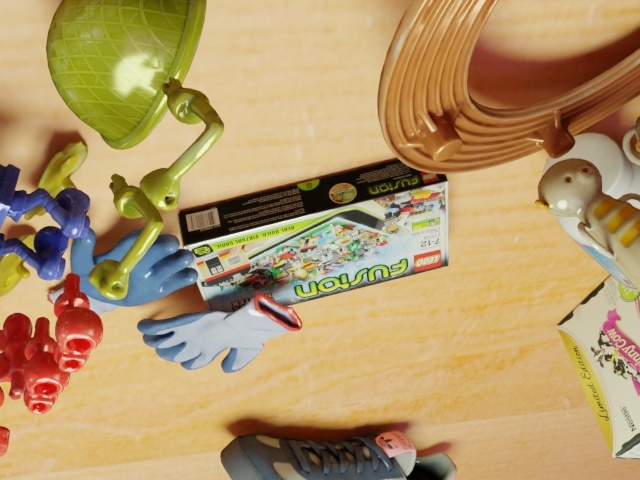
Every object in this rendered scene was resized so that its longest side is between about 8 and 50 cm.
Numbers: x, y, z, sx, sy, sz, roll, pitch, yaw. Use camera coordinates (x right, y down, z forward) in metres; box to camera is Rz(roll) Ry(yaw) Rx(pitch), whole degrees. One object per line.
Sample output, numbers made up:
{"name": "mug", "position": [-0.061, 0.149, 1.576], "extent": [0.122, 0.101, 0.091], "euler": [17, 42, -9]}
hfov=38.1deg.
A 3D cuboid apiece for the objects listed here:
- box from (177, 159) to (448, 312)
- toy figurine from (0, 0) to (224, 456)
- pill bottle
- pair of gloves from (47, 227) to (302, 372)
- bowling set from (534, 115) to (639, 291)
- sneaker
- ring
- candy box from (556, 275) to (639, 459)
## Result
{"name": "box", "position": [0.000, 0.000, 0.749], "extent": [0.207, 0.036, 0.114], "euler": [-14, 142, -2]}
{"name": "toy figurine", "position": [-0.233, -0.026, 0.527], "extent": [0.217, 0.191, 0.362], "euler": [17, 130, -28]}
{"name": "pill bottle", "position": [0.249, -0.023, 0.765], "extent": [0.087, 0.087, 0.160], "euler": [-34, 138, 22]}
{"name": "pair of gloves", "position": [-0.122, 0.050, 0.739], "extent": [0.198, 0.023, 0.159], "euler": [36, 137, -30]}
{"name": "bowling set", "position": [0.302, -0.091, 0.617], "extent": [0.287, 0.154, 0.199], "euler": [-26, 149, -35]}
{"name": "sneaker", "position": [0.029, 0.250, 1.031], "extent": [0.131, 0.112, 0.319], "euler": [-48, 136, 12]}
{"name": "ring", "position": [0.184, -0.144, 0.549], "extent": [0.337, 0.032, 0.336], "euler": [-26, 158, -12]}
{"name": "candy box", "position": [0.341, 0.081, 0.866], "extent": [0.071, 0.159, 0.233], "euler": [10, 134, -27]}
